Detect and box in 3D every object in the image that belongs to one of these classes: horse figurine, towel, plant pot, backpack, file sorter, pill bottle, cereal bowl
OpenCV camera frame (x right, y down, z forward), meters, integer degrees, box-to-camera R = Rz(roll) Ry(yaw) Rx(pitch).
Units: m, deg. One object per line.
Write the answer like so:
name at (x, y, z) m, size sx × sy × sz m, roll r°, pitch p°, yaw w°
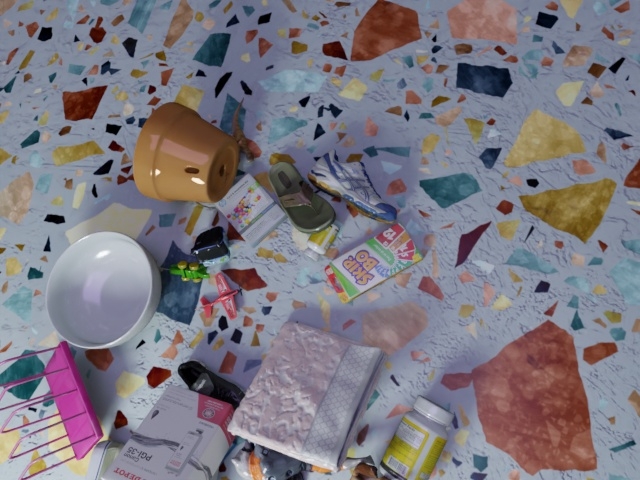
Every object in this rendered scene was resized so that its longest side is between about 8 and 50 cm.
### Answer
horse figurine at (0.115, 0.639, 1.219) m, size 0.175 × 0.066 × 0.262 m, roll 6°, pitch 102°, yaw 44°
towel at (-0.031, 0.375, 1.279) m, size 0.317 × 0.053 × 0.331 m, roll 9°, pitch 51°, yaw 28°
plant pot at (-0.371, -0.234, 1.477) m, size 0.204 × 0.291 × 0.290 m, roll 19°, pitch 80°, yaw 12°
backpack at (-0.319, 0.018, 1.498) m, size 0.105 × 0.084 × 0.114 m, roll -18°, pitch 33°, yaw 4°
file sorter at (-0.757, 0.465, 1.377) m, size 0.202 × 0.182 × 0.290 m, roll -45°, pitch 68°, yaw 37°
pill bottle at (0.241, 0.501, 1.255) m, size 0.119 × 0.119 × 0.208 m, roll 27°, pitch 82°, yaw 16°
pill bottle at (0.000, 0.000, 1.458) m, size 0.065 × 0.065 × 0.116 m, roll 29°, pitch 82°, yaw 16°
cereal bowl at (-0.617, 0.150, 1.497) m, size 0.340 × 0.141 × 0.338 m, roll -3°, pitch 76°, yaw 11°

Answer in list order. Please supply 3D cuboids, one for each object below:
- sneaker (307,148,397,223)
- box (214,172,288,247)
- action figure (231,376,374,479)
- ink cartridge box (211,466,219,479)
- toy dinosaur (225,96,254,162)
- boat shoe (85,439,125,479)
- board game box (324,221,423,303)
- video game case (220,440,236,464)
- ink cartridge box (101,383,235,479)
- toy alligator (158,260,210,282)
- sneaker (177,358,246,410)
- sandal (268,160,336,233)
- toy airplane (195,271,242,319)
sneaker at (0.107, -0.162, 1.456) m, size 0.297 × 0.112 × 0.130 m, roll 33°, pitch 84°, yaw 16°
box at (-0.210, -0.092, 1.537) m, size 0.145 × 0.038 × 0.186 m, roll -41°, pitch 71°, yaw -2°
action figure at (-0.074, 0.493, 1.292) m, size 0.331 × 0.178 × 0.341 m, roll -23°, pitch 76°, yaw -6°
ink cartridge box at (-0.395, 0.727, 1.306) m, size 0.207 × 0.119 × 0.352 m, roll 5°, pitch 80°, yaw 14°
toy dinosaur at (-0.267, -0.334, 1.608) m, size 0.113 × 0.064 × 0.211 m, roll -17°, pitch 82°, yaw -11°
boat shoe at (-0.586, 0.702, 1.368) m, size 0.094 × 0.109 × 0.301 m, roll 1°, pitch 73°, yaw 9°
board game box at (0.146, 0.064, 1.432) m, size 0.260 × 0.039 × 0.124 m, roll -31°, pitch 72°, yaw 5°
video game case at (-0.327, 0.588, 1.394) m, size 0.119 × 0.015 × 0.166 m, roll 36°, pitch 84°, yaw 16°
ink cartridge box at (-0.365, 0.532, 1.276) m, size 0.208 × 0.117 × 0.283 m, roll 11°, pitch 42°, yaw 21°
toy alligator at (-0.409, 0.085, 1.526) m, size 0.190 × 0.056 × 0.051 m, roll 6°, pitch 32°, yaw 19°
sneaker at (-0.302, 0.404, 1.389) m, size 0.235 × 0.106 × 0.078 m, roll 30°, pitch 84°, yaw 16°
sandal at (-0.072, -0.130, 1.468) m, size 0.120 × 0.086 × 0.302 m, roll -39°, pitch 59°, yaw -2°
toy airplane at (-0.296, 0.176, 1.488) m, size 0.151 × 0.028 × 0.151 m, roll -3°, pitch 74°, yaw 11°
